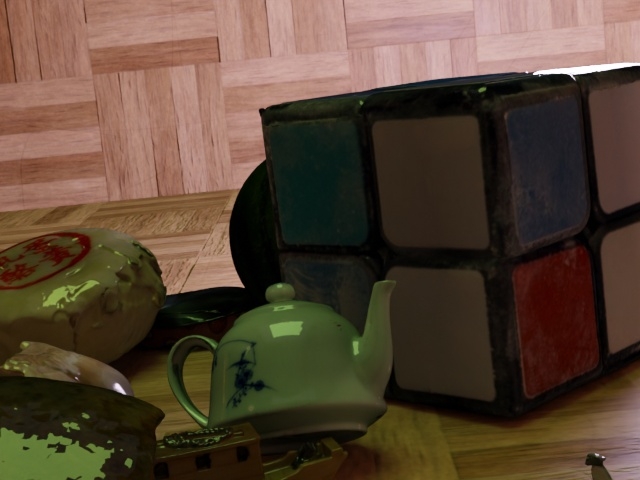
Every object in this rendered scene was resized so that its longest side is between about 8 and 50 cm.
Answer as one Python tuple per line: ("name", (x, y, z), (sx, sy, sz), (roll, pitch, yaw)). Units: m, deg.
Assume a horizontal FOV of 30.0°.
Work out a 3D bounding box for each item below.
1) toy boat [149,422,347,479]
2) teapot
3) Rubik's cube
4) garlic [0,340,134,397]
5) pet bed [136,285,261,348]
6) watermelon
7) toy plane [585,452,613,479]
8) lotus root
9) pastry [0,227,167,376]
("toy boat", (-0.078, 0.184, 0.937), (0.200, 0.077, 0.057), (-8, 9, -14))
("teapot", (-0.031, 0.108, 1.051), (0.232, 0.159, 0.159), (-16, 5, 21))
("Rubik's cube", (0.158, -0.014, 1.272), (0.316, 0.313, 0.318), (-14, 12, -43))
("garlic", (-0.248, 0.165, 1.147), (0.124, 0.099, 0.174), (14, 15, 1))
("pet bed", (-0.166, 0.099, 1.574), (0.201, 0.053, 0.201), (-5, 10, 1))
("watermelon", (0.000, -0.005, 1.521), (0.242, 0.242, 0.242), (-6, 10, 1))
("toy plane", (0.253, 0.177, 0.716), (0.255, 0.101, 0.251), (3, 24, 41))
("lotus root", (-0.261, 0.169, 0.855), (0.314, 0.142, 0.210), (1, -4, 11))
("pastry", (-0.317, 0.079, 1.441), (0.264, 0.133, 0.265), (-9, 24, 4))
